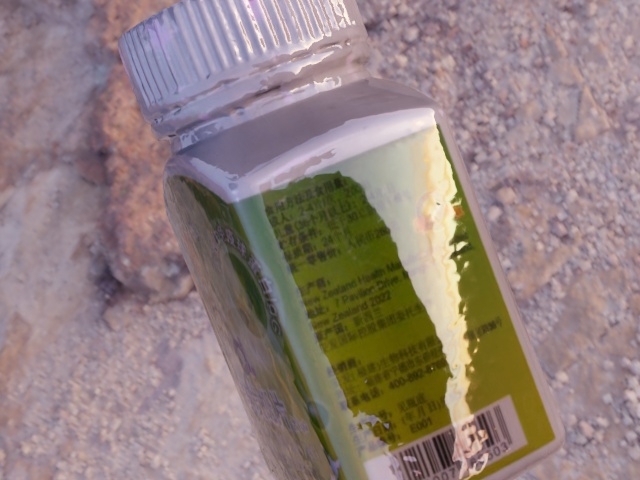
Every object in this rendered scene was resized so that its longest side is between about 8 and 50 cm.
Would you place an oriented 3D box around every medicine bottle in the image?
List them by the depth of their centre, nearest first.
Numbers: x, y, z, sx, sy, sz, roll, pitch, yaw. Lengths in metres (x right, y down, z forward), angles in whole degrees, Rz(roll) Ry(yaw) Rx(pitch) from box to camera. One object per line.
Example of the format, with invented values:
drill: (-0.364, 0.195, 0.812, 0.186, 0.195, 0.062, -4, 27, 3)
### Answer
medicine bottle: (0.000, 0.000, 0.406, 0.088, 0.188, 0.132, -23, 4, -16)
